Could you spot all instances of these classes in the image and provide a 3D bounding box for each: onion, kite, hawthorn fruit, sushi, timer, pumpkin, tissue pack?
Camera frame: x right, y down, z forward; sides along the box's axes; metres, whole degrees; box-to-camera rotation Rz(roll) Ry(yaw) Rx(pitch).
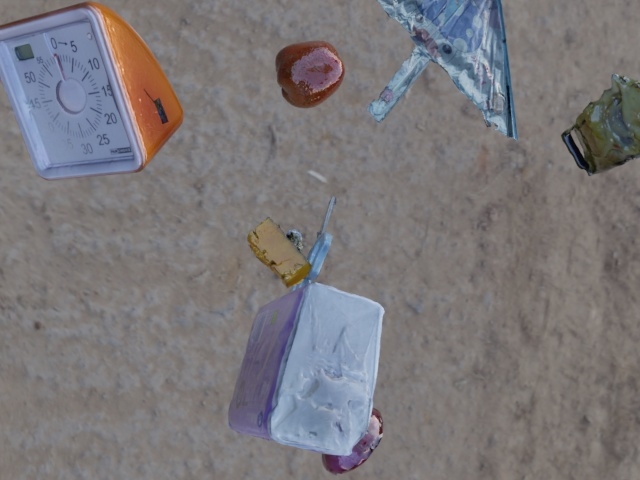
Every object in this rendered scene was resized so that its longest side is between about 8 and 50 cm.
[{"bbox_3d":[0.038,0.360,1.448,0.140,0.150,0.150,43,74,-1],"label":"onion"},{"bbox_3d":[-0.232,-0.187,1.076,0.002,0.078,0.044,-24,122,-22],"label":"kite"},{"bbox_3d":[-0.019,-0.335,1.512,0.138,0.133,0.132,-14,104,10],"label":"hawthorn fruit"},{"bbox_3d":[0.497,-0.202,1.202,0.131,0.291,0.139,-30,89,-17],"label":"sushi"},{"bbox_3d":[-0.379,-0.245,1.205,0.161,0.258,0.250,-57,134,-41],"label":"timer"},{"bbox_3d":[-0.044,0.014,0.875,0.054,0.083,0.074,-42,81,-11],"label":"pumpkin"},{"bbox_3d":[0.172,-0.308,1.133,0.406,0.014,0.368,43,66,-13],"label":"kite"},{"bbox_3d":[-0.028,0.216,1.247,0.160,0.338,0.242,17,75,-14],"label":"tissue pack"}]

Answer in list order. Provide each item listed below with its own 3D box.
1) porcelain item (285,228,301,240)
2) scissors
[{"bbox_3d":[-0.058,-0.006,1.644,0.036,0.083,0.028,-31,80,-1],"label":"porcelain item"},{"bbox_3d":[0.001,0.001,1.582,0.029,0.360,0.191,26,124,-3],"label":"scissors"}]
